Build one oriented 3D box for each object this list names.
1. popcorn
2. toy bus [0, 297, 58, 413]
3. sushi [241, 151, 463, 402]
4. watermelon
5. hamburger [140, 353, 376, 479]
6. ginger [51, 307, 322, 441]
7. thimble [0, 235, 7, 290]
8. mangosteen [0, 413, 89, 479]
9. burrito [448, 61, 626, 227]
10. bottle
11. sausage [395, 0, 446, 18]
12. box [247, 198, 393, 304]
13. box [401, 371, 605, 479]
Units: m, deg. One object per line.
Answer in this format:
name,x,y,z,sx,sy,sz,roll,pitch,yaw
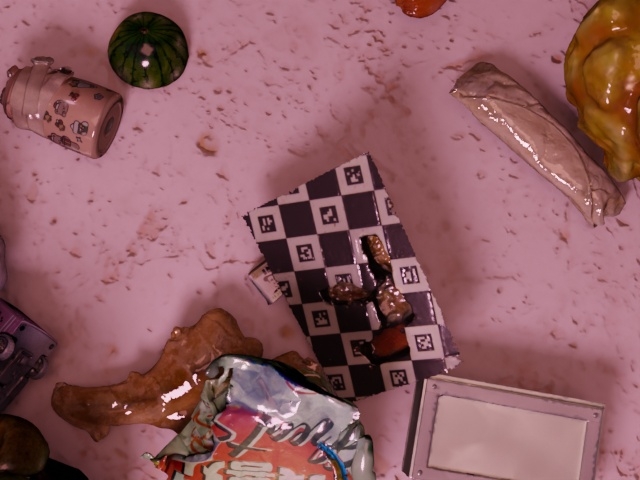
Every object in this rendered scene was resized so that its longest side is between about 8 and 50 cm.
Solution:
popcorn,0.458,-0.199,1.238,0.325,0.321,0.290,14,82,17
toy bus,-0.413,0.162,1.257,0.098,0.087,0.178,34,80,33
sushi,0.049,0.050,1.271,0.192,0.043,0.279,-25,95,27
watermelon,-0.222,-0.250,1.333,0.105,0.062,0.105,2,75,-7
hamburger,-0.046,0.244,1.223,0.260,0.150,0.276,35,118,-3
ginger,-0.168,0.174,1.282,0.333,0.081,0.148,-17,107,-2
thimble,-0.493,0.044,1.206,0.217,0.157,0.245,12,68,26
mangosteen,-0.375,0.337,1.136,0.311,0.311,0.311,0,83,-3
burrito,0.285,-0.124,1.349,0.275,0.059,0.082,46,69,2
bottle,-0.333,-0.171,1.304,0.152,0.099,0.099,23,83,3
sausage,0.171,-0.373,1.365,0.076,0.076,0.197,44,84,2
box,0.000,0.000,1.327,0.207,0.041,0.050,-38,91,-6
box,0.225,0.246,1.288,0.225,0.086,0.129,10,83,-1
